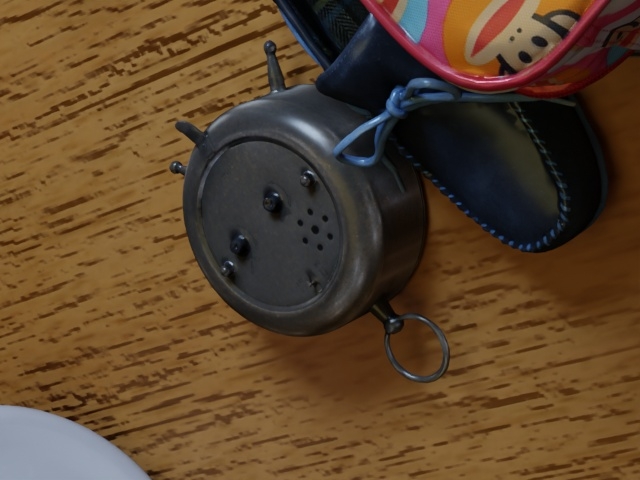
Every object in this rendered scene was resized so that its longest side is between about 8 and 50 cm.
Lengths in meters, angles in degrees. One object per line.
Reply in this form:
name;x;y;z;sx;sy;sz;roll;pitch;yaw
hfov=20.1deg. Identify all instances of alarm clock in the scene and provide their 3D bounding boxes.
alarm clock;0.000;0.000;0.952;0.192;0.064;0.129;48;126;10

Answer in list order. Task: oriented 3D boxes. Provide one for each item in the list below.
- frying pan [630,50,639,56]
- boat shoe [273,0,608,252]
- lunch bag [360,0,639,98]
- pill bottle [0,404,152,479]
frying pan;0.135;-0.235;0.786;0.197;0.053;0.326;18;118;28
boat shoe;0.027;-0.089;0.881;0.258;0.089;0.109;46;126;15
lunch bag;0.092;-0.227;0.711;0.293;0.120;0.258;-45;74;20
pill bottle;-0.246;0.285;1.127;0.210;0.210;0.363;48;126;13
